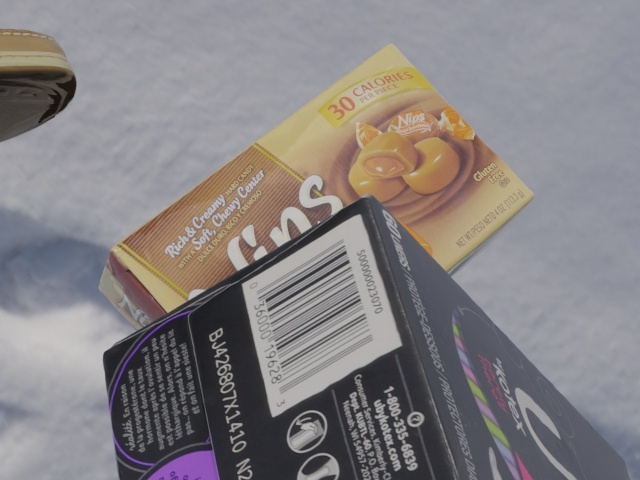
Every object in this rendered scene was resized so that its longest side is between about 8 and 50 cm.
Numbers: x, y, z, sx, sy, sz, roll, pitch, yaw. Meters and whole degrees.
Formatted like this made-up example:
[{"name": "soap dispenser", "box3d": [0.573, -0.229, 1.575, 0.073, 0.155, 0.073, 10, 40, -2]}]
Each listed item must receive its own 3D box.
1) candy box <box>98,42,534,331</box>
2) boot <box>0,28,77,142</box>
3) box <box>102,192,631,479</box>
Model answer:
[{"name": "candy box", "box3d": [0.000, 0.000, 1.269, 0.316, 0.183, 0.087, -39, 171, -25]}, {"name": "boot", "box3d": [-0.293, -0.149, 0.952, 0.262, 0.203, 0.095, -8, 151, -15]}, {"name": "box", "box3d": [0.048, 0.135, 0.685, 0.143, 0.165, 0.270, -30, 135, 16]}]
